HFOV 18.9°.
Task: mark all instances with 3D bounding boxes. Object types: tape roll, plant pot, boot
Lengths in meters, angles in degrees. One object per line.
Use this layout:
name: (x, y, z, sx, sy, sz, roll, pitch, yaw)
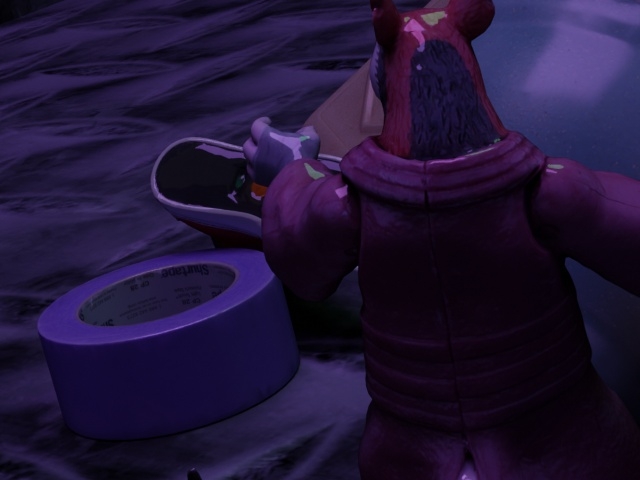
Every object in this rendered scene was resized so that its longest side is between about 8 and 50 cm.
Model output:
tape roll: (-0.115, 0.076, 1.464, 0.189, 0.080, 0.189, -12, 18, 4)
plant pot: (0.151, 0.016, 1.182, 0.293, 0.293, 0.196, 5, 52, 46)
boot: (0.000, 0.000, 1.560, 0.244, 0.176, 0.088, 17, 73, 28)

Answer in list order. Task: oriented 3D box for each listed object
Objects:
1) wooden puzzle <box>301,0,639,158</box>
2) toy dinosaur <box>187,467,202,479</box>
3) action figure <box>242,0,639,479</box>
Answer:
wooden puzzle: (0.156, -0.124, 1.610, 0.348, 0.080, 0.322, -47, 31, 6)
toy dinosaur: (-0.046, 0.205, 0.914, 0.296, 0.127, 0.200, 14, 28, 42)
action figure: (0.058, 0.056, 0.880, 0.248, 0.370, 0.275, -5, 24, 21)
